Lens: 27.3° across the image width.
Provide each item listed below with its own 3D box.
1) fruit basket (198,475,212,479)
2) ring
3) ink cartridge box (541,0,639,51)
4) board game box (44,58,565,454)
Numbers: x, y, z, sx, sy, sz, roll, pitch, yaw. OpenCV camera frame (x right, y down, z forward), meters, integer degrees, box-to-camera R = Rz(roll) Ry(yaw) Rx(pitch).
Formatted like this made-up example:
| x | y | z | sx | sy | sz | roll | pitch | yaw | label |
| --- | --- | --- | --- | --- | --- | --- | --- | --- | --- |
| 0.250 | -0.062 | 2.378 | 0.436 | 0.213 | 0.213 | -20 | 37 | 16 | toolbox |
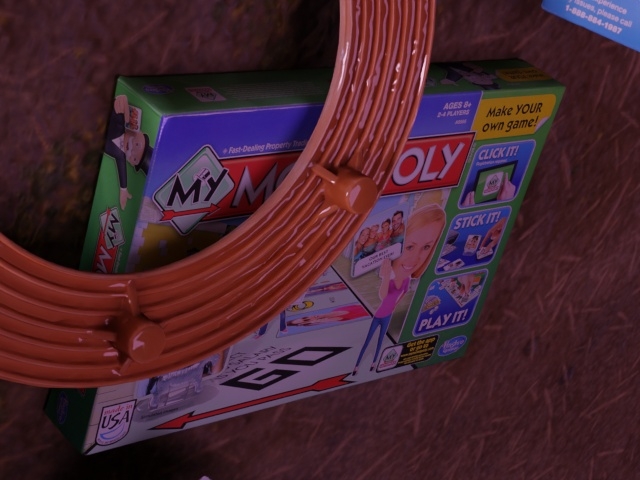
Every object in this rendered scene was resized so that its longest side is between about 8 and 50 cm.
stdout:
| x | y | z | sx | sy | sz | roll | pitch | yaw | label |
| --- | --- | --- | --- | --- | --- | --- | --- | --- | --- |
| -0.115 | 0.328 | 0.823 | 0.353 | 0.165 | 0.327 | -54 | 161 | -10 | fruit basket |
| -0.070 | -0.084 | 0.599 | 0.336 | 0.032 | 0.336 | -16 | 118 | -33 | ring |
| 0.269 | -0.218 | 0.759 | 0.168 | 0.171 | 0.232 | -20 | 133 | -50 | ink cartridge box |
| 0.000 | 0.000 | 0.791 | 0.317 | 0.046 | 0.213 | -9 | 128 | -41 | board game box |
